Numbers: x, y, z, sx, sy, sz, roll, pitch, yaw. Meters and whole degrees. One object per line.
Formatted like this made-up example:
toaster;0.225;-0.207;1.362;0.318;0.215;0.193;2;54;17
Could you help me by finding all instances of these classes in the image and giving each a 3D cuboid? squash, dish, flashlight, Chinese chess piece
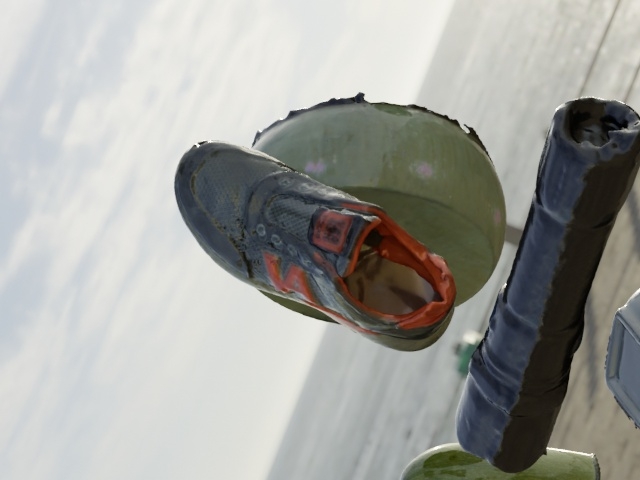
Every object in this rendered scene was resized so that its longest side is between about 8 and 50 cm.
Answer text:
squash;0.219;0.317;1.960;0.132;0.247;0.132;-173;90;-87
dish;0.349;0.137;1.543;0.212;0.077;0.151;-116;26;-62
flashlight;0.199;0.046;1.349;0.424;0.103;0.103;100;-171;-46
Chinese chess piece;0.059;-0.030;1.947;0.349;0.349;0.146;110;166;-56

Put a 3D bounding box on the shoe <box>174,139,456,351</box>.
shoe;0.000;0.000;1.589;0.132;0.336;0.171;-60;3;-13
